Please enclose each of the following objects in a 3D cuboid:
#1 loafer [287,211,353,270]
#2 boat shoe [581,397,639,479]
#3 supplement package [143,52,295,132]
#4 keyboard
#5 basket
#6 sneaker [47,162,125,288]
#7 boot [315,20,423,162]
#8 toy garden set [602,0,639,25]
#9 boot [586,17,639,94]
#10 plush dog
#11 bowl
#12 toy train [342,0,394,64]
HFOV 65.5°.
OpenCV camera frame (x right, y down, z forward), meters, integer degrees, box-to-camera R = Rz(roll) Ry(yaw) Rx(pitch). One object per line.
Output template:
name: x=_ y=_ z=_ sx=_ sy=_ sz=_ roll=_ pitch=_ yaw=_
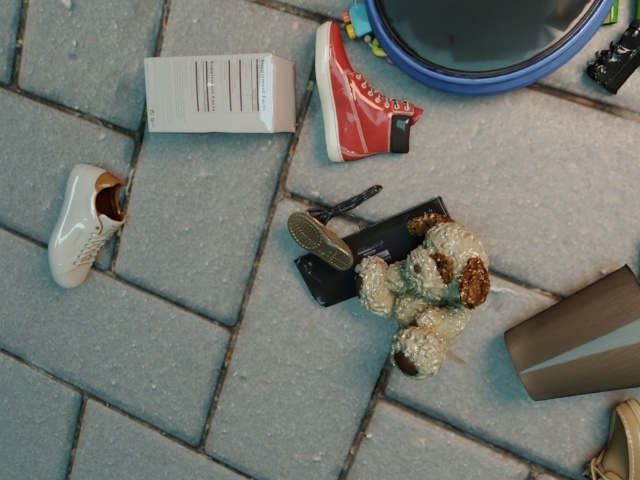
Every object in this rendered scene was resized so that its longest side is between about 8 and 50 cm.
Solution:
loafer: x=0.000 y=0.000 z=0.941 sx=0.148 sy=0.050 sz=0.056 roll=42 pitch=109 yaw=-4
boat shoe: x=0.533 y=0.445 z=0.883 sx=0.110 sy=0.121 sz=0.341 roll=-5 pitch=101 yaw=16
supplement package: x=-0.180 y=-0.267 z=0.926 sx=0.244 sy=0.139 sz=0.134 roll=3 pitch=103 yaw=14
keyboard: x=0.090 y=-0.005 z=0.962 sx=0.317 sy=0.033 sz=0.201 roll=-24 pitch=101 yaw=18
basket: x=0.447 y=0.178 z=0.841 sx=0.227 sy=0.154 sz=0.204 roll=-28 pitch=91 yaw=23
sneaker: x=-0.504 y=-0.014 z=1.086 sx=0.123 sy=0.106 sz=0.290 roll=20 pitch=105 yaw=13
boot: x=0.087 y=-0.269 z=0.881 sx=0.176 sy=0.088 sz=0.244 roll=-6 pitch=108 yaw=16
toy garden set: x=0.525 y=-0.433 z=0.713 sx=0.244 sy=0.049 sz=0.204 roll=3 pitch=103 yaw=28
boot: x=0.494 y=-0.276 z=0.783 sx=0.121 sy=0.045 sz=0.099 roll=28 pitch=122 yaw=-12
plush dog: x=0.205 y=0.077 z=0.851 sx=0.210 sy=0.262 sz=0.225 roll=3 pitch=126 yaw=-25
bowl: x=0.251 y=-0.422 z=0.752 sx=0.391 sy=0.077 sz=0.391 roll=3 pitch=100 yaw=17
toy train: x=0.123 y=-0.380 z=0.870 sx=0.166 sy=0.046 sz=0.125 roll=32 pitch=102 yaw=7
